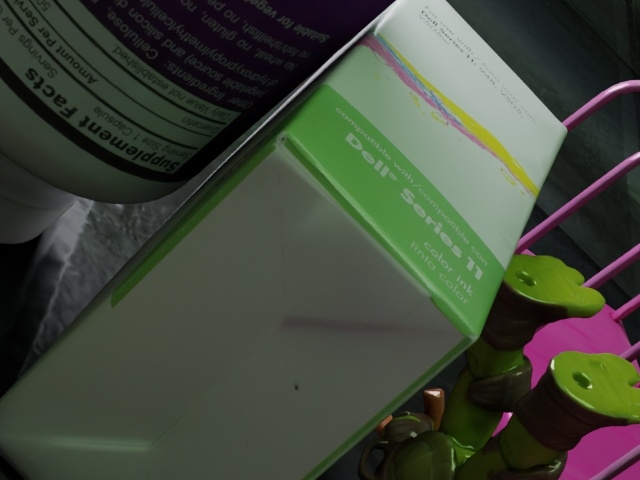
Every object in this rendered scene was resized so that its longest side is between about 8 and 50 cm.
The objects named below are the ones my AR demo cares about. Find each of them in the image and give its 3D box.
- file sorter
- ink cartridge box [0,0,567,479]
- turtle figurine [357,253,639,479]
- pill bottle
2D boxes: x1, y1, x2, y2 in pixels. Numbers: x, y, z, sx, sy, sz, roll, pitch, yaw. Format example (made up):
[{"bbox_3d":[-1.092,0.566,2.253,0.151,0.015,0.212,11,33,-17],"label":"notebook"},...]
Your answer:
[{"bbox_3d":[0.227,0.069,1.288,0.202,0.182,0.290,33,29,-36],"label":"file sorter"},{"bbox_3d":[0.000,0.000,0.956,0.119,0.207,0.353,45,25,-5],"label":"ink cartridge box"},{"bbox_3d":[0.062,0.112,0.948,0.087,0.217,0.269,20,30,-16],"label":"turtle figurine"},{"bbox_3d":[-0.066,-0.141,0.902,0.181,0.323,0.181,39,27,-24],"label":"pill bottle"}]
